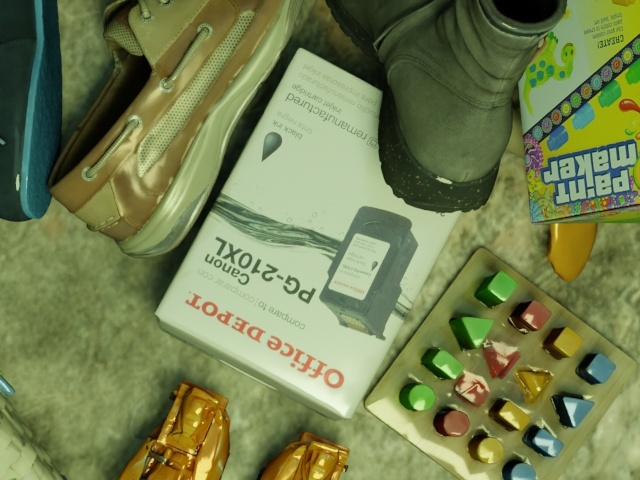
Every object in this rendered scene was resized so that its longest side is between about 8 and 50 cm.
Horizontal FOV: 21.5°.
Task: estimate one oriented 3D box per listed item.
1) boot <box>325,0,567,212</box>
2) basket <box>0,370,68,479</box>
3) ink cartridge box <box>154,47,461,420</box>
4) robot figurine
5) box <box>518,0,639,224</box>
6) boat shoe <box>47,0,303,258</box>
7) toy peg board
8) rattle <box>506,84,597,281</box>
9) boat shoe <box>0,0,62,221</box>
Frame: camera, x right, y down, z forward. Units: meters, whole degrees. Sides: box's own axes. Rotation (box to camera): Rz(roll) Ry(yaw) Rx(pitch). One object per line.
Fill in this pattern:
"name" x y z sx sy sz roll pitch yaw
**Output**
"boot" 0.095 -0.207 1.217 0.118 0.222 0.338 -3 51 -19
"basket" -0.325 0.167 1.219 0.289 0.201 0.255 42 84 -9
"ink cartridge box" 0.000 0.000 1.307 0.172 0.100 0.237 28 83 0
"robot figurine" -0.099 0.266 1.283 0.211 0.085 0.291 22 83 -1
"box" 0.304 -0.157 1.246 0.290 0.177 0.279 -1 84 -37
"boat shoe" -0.106 -0.149 1.290 0.116 0.123 0.324 27 82 -25
"toy peg board" 0.146 0.113 1.318 0.161 0.079 0.161 37 84 0
"rattle" 0.146 -0.081 1.361 0.200 0.142 0.130 22 51 13
"boat shoe" -0.251 -0.135 1.316 0.089 0.109 0.258 -4 68 3
